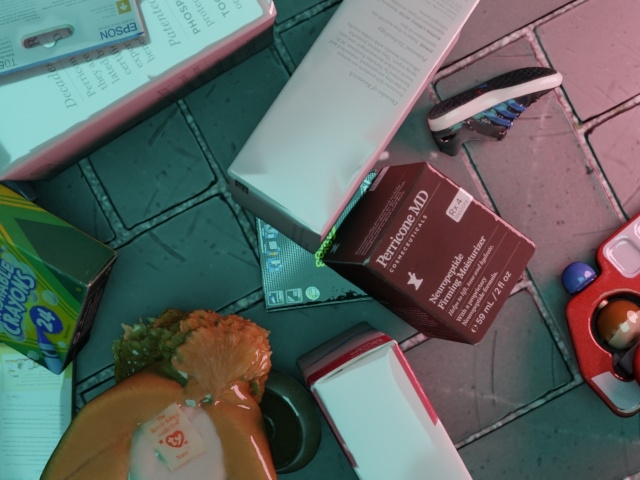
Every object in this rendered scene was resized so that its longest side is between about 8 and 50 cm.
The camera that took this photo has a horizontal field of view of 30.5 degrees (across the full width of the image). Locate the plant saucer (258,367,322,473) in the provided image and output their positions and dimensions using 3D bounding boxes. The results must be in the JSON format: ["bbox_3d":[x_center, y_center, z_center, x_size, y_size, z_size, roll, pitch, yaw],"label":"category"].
[{"bbox_3d":[-0.080,0.262,1.674,0.168,0.029,0.168,8,109,23],"label":"plant saucer"}]

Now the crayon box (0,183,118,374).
[{"bbox_3d":[-0.450,0.022,1.588,0.323,0.083,0.203,31,134,4],"label":"crayon box"}]

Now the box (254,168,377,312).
[{"bbox_3d":[0.000,0.000,1.700,0.184,0.045,0.191,-6,93,-1],"label":"box"}]

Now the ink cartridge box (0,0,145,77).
[{"bbox_3d":[-0.332,-0.309,1.342,0.223,0.045,0.224,-15,94,-1],"label":"ink cartridge box"}]

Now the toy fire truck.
[{"bbox_3d":[0.485,0.095,1.686,0.302,0.169,0.254,-39,70,-1],"label":"toy fire truck"}]

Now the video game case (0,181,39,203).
[{"bbox_3d":[-0.526,-0.110,1.619,0.274,0.026,0.196,47,133,-4],"label":"video game case"}]

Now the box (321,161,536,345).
[{"bbox_3d":[0.147,0.019,1.617,0.203,0.167,0.168,35,80,-16],"label":"box"}]

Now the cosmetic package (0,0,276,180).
[{"bbox_3d":[-0.305,-0.313,1.531,0.393,0.329,0.327,-31,94,0],"label":"cosmetic package"}]

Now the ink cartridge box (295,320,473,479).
[{"bbox_3d":[0.078,0.240,1.582,0.131,0.306,0.226,-30,93,-2],"label":"ink cartridge box"}]

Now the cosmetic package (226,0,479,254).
[{"bbox_3d":[0.038,-0.186,1.584,0.156,0.217,0.385,32,84,2],"label":"cosmetic package"}]

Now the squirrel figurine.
[{"bbox_3d":[-0.194,0.288,1.580,0.281,0.370,0.397,17,63,-3],"label":"squirrel figurine"}]

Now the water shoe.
[{"bbox_3d":[0.256,-0.188,1.703,0.203,0.073,0.080,-20,115,2],"label":"water shoe"}]

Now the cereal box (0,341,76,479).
[{"bbox_3d":[-0.440,0.263,1.687,0.173,0.047,0.240,2,93,-4],"label":"cereal box"}]
